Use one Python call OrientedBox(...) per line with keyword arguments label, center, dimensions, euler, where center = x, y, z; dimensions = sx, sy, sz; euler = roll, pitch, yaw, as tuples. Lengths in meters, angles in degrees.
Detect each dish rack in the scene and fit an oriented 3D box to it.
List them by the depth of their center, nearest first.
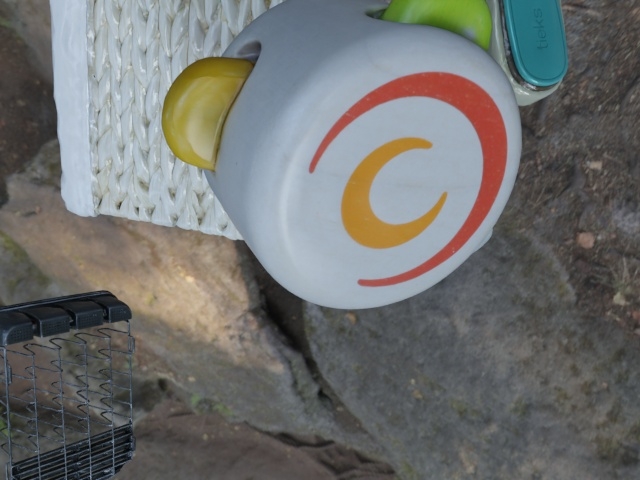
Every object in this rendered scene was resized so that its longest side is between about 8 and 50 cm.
OrientedBox(label="dish rack", center=(-0.353, 0.217, 0.933), dimensions=(0.074, 0.208, 0.271), euler=(6, 99, 42))

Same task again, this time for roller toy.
OrientedBox(label="roller toy", center=(0.019, -0.063, 0.457), dimensions=(0.146, 0.209, 0.191), euler=(49, 167, 50))

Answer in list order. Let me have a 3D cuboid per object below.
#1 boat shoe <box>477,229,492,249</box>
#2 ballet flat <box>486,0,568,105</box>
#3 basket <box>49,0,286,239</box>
OrientedBox(label="boat shoe", center=(0.110, -0.002, 0.872), dimensions=(0.220, 0.070, 0.077), euler=(-16, 139, 0))
OrientedBox(label="ballet flat", center=(0.143, -0.228, 0.528), dimensions=(0.086, 0.086, 0.248), euler=(0, 90, 35))
OrientedBox(label="basket", center=(-0.092, -0.213, 0.727), dimensions=(0.267, 0.328, 0.331), euler=(12, 122, 6))
